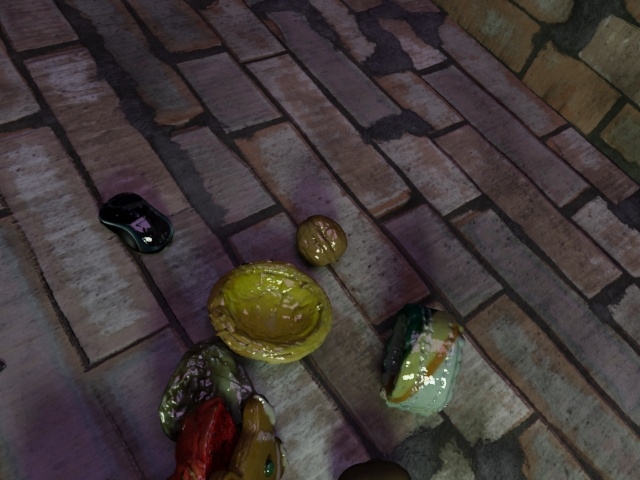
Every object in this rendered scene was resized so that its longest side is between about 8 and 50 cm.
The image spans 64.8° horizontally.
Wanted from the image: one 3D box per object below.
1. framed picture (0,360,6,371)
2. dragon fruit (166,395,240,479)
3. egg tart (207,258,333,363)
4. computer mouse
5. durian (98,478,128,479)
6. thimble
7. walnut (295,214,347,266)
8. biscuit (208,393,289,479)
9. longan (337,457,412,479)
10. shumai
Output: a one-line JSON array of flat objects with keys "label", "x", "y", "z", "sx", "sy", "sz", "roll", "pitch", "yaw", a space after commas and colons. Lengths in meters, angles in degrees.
[{"label": "framed picture", "x": -0.960, "y": 0.311, "z": 1.178, "sx": 0.323, "sy": 0.013, "sz": 0.244, "roll": 29, "pitch": 53, "yaw": 5}, {"label": "dragon fruit", "x": -0.259, "y": 0.509, "z": 1.069, "sx": 0.152, "sy": 0.317, "sz": 0.205, "roll": -5, "pitch": 28, "yaw": 14}, {"label": "egg tart", "x": -0.143, "y": 0.205, "z": 1.387, "sx": 0.345, "sy": 0.132, "sz": 0.345, "roll": 13, "pitch": 46, "yaw": -14}, {"label": "computer mouse", "x": -0.547, "y": -0.058, "z": 1.493, "sx": 0.233, "sy": 0.096, "sz": 0.137, "roll": 30, "pitch": 54, "yaw": 5}, {"label": "durian", "x": -0.416, "y": 0.612, "z": 0.994, "sx": 0.292, "sy": 0.258, "sz": 0.258, "roll": 23, "pitch": 53, "yaw": -14}, {"label": "thimble", "x": 0.269, "y": 0.320, "z": 1.364, "sx": 0.167, "sy": 0.254, "sz": 0.288, "roll": 16, "pitch": 80, "yaw": 0}, {"label": "walnut", "x": 0.000, "y": 0.000, "z": 1.580, "sx": 0.166, "sy": 0.149, "sz": 0.167, "roll": 0, "pitch": 86, "yaw": 2}, {"label": "biscuit", "x": -0.152, "y": 0.557, "z": 1.036, "sx": 0.064, "sy": 0.283, "sz": 0.432, "roll": -3, "pitch": 28, "yaw": 17}, {"label": "longan", "x": 0.128, "y": 0.601, "z": 1.185, "sx": 0.189, "sy": 0.189, "sz": 0.189, "roll": 7, "pitch": 55, "yaw": -10}, {"label": "shumai", "x": -0.249, "y": 0.377, "z": 1.220, "sx": 0.218, "sy": 0.189, "sz": 0.256, "roll": 23, "pitch": 59, "yaw": 3}]
